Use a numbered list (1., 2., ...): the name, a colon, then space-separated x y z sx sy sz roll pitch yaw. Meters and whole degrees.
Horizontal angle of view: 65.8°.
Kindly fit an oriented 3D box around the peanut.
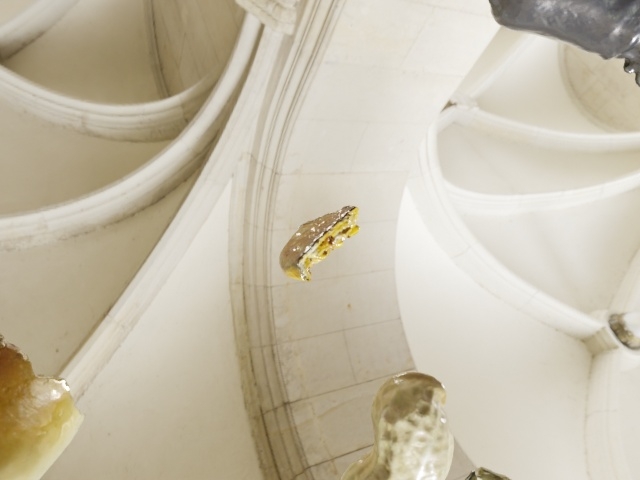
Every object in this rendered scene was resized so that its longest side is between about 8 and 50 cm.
1. peanut: 0.103 0.320 0.684 0.136 0.298 0.120 14 -172 -4

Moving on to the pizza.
1. pizza: 0.000 0.000 0.669 0.131 0.178 0.041 -36 -77 -3

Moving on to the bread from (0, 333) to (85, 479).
1. bread: -0.404 0.167 0.431 0.314 0.171 0.192 9 -144 15

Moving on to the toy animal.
1. toy animal: 0.384 -0.287 0.630 0.343 0.106 0.168 37 -100 13

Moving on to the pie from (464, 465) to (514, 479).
1. pie: 0.306 0.385 0.601 0.282 0.129 0.068 18 -173 26
